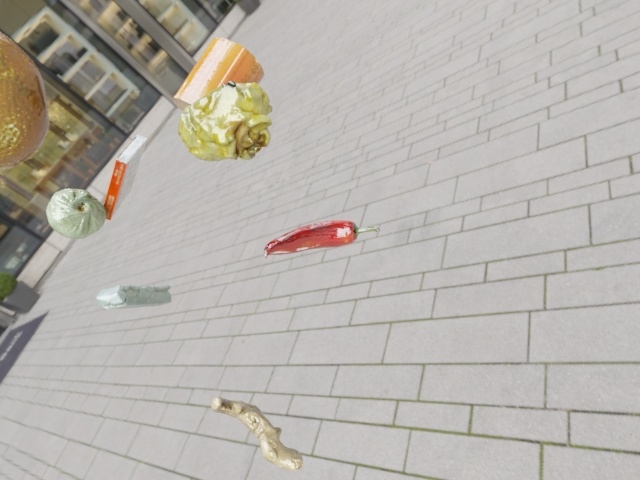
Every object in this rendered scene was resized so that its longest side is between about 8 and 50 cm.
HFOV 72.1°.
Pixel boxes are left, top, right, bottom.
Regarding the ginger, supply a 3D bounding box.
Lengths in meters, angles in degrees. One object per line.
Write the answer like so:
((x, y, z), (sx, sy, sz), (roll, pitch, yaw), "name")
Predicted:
((-0.136, 0.444, 1.036), (0.258, 0.149, 0.065), (27, 82, 21), "ginger")

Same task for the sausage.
((-0.378, -0.576, 1.654), (0.287, 0.233, 0.233), (-58, 32, -6), "sausage")

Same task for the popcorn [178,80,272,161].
((-0.271, -0.343, 1.289), (0.286, 0.215, 0.252), (-35, 44, 3), "popcorn")

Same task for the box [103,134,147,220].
((-0.786, -0.257, 1.764), (0.273, 0.048, 0.265), (-60, 18, 28), "box")

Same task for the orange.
((-0.768, -0.340, 1.056), (0.196, 0.335, 0.262), (-20, 37, -39), "orange")

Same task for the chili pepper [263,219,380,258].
((-0.007, -0.001, 1.381), (0.368, 0.092, 0.137), (-15, 23, -14), "chili pepper")

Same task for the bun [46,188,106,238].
((-0.878, -0.102, 1.602), (0.118, 0.195, 0.195), (-23, 39, 36), "bun")

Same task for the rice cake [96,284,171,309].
((-0.499, 0.156, 1.213), (0.066, 0.063, 0.336), (-14, -6, 0), "rice cake")
